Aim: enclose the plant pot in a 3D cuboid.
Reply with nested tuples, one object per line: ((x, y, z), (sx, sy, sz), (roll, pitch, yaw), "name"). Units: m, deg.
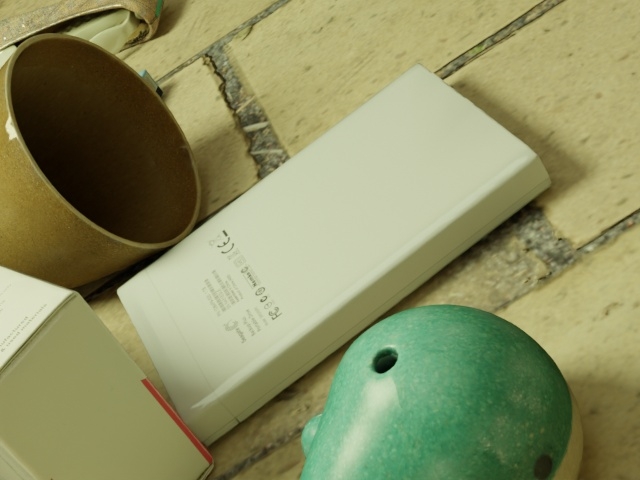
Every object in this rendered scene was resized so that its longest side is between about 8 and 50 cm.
((-0.288, -0.037, 1.336), (0.254, 0.237, 0.237), (-34, 31, 31), "plant pot")

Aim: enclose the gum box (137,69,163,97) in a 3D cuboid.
((-0.286, -0.112, 1.551), (0.184, 0.041, 0.157), (-14, 40, 30), "gum box")

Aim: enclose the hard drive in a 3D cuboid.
((0.000, 0.000, 1.169), (0.353, 0.047, 0.233), (-38, 34, -1), "hard drive")

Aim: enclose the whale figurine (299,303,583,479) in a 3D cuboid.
((0.040, 0.154, 0.865), (0.272, 0.141, 0.216), (-44, 36, -11), "whale figurine")

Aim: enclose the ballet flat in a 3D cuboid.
((-0.341, -0.242, 1.707), (0.316, 0.107, 0.106), (-26, 49, 15), "ballet flat")

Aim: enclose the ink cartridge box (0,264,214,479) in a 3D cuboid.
((-0.249, 0.122, 1.095), (0.283, 0.207, 0.117), (13, 56, 49), "ink cartridge box")
